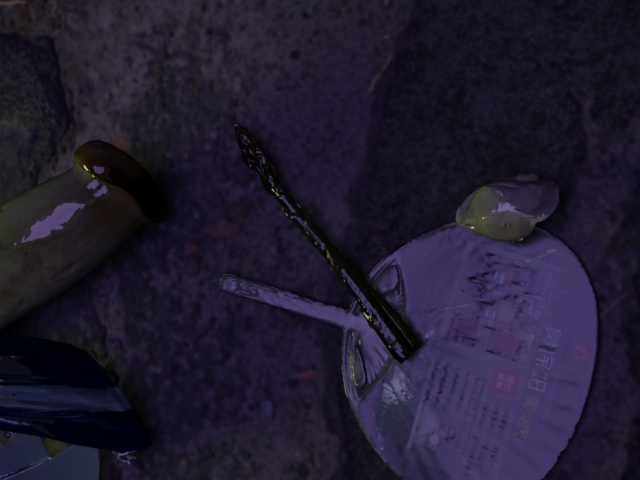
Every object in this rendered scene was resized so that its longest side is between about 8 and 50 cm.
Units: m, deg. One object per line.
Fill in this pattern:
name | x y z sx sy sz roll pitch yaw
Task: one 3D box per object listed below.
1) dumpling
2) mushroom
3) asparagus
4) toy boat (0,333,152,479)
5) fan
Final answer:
dumpling | 0.142 -0.031 1.218 0.052 0.076 0.057 22 61 -15
mushroom | -0.263 0.028 1.317 0.312 0.100 0.081 -33 41 14
asparagus | 0.000 0.000 1.270 0.233 0.022 0.023 52 129 11
toy boat | -0.280 0.202 1.320 0.210 0.070 0.291 30 102 -7
fan | 0.090 0.059 1.258 0.294 0.012 0.223 46 101 12
